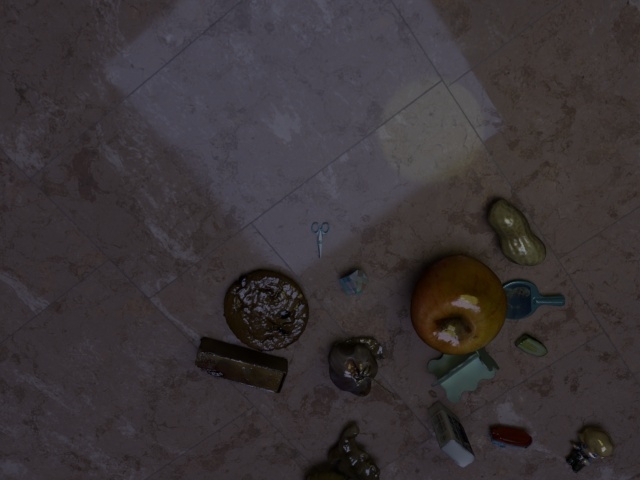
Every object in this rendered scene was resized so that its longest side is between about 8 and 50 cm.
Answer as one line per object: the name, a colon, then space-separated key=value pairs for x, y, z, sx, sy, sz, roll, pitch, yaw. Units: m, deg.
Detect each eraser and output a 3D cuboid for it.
eraser: x=0.456 y=0.673 z=1.896 sx=0.124 sy=0.210 sz=0.068 roll=40 pitch=104 yaw=-15

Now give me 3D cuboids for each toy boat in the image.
toy boat: x=0.707 y=0.734 z=2.008 sx=0.173 sy=0.069 sz=0.058 roll=9 pitch=130 yaw=-4

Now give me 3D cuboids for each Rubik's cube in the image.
Rubik's cube: x=0.114 y=0.134 z=1.759 sx=0.073 sy=0.075 sz=0.084 roll=-36 pitch=115 yaw=-38

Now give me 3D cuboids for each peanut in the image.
peanut: x=0.610 y=-0.014 z=1.703 sx=0.124 sy=0.123 sz=0.256 roll=-38 pitch=107 yaw=10

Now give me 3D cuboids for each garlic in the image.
garlic: x=0.160 y=0.424 z=1.810 sx=0.257 sy=0.207 sz=0.206 roll=8 pitch=115 yaw=34

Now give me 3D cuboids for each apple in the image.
apple: x=0.429 y=0.193 z=1.700 sx=0.299 sy=0.275 sz=0.298 roll=3 pitch=119 yaw=6

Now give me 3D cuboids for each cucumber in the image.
cucumber: x=0.742 y=0.366 z=1.892 sx=0.108 sy=0.035 sz=0.067 roll=32 pitch=124 yaw=-14

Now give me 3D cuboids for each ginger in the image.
ginger: x=0.126 y=0.838 z=2.011 sx=0.166 sy=0.080 sz=0.332 roll=-23 pitch=113 yaw=11

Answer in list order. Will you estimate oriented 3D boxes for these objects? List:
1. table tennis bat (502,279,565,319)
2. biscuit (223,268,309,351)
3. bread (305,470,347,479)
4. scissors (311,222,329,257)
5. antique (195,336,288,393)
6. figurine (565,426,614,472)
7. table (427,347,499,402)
table tennis bat: x=0.706 y=0.203 z=1.832 sx=0.238 sy=0.038 sz=0.149 roll=2 pitch=109 yaw=0
biscuit: x=-0.177 y=0.237 z=1.779 sx=0.296 sy=0.075 sz=0.295 roll=-1 pitch=110 yaw=-3
bread: x=0.031 y=0.935 z=2.016 sx=0.214 sy=0.104 sz=0.213 roll=10 pitch=128 yaw=12
scissors: x=0.000 y=0.000 z=1.733 sx=0.058 sy=0.014 sz=0.119 roll=0 pitch=107 yaw=-2
antique: x=-0.271 y=0.422 z=1.836 sx=0.310 sy=0.087 sz=0.093 roll=18 pitch=109 yaw=-10
figurine: x=1.001 y=0.785 z=2.028 sx=0.108 sy=0.114 sz=0.196 roll=18 pitch=121 yaw=-34
table: x=0.478 y=0.439 z=1.850 sx=0.166 sy=0.166 sz=0.198 roll=41 pitch=111 yaw=-15
